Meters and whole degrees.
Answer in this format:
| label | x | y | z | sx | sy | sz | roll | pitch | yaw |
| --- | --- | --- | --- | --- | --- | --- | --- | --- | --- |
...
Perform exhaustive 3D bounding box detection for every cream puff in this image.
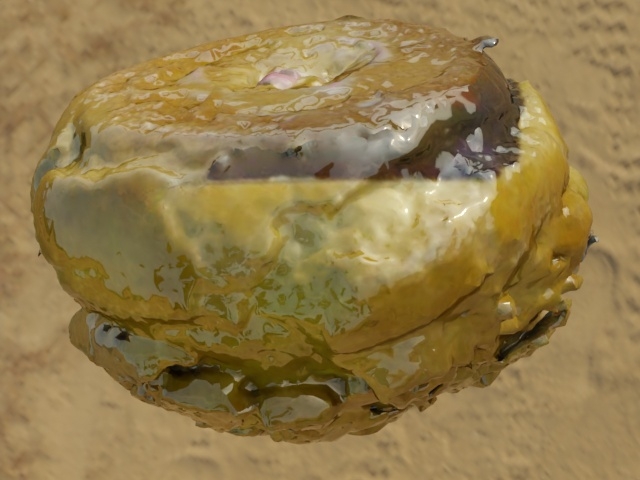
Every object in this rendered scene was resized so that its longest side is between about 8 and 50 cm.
| label | x | y | z | sx | sy | sz | roll | pitch | yaw |
| --- | --- | --- | --- | --- | --- | --- | --- | --- | --- |
| cream puff | 0.000 | 0.000 | 0.583 | 0.189 | 0.129 | 0.189 | -5 | 25 | 3 |
